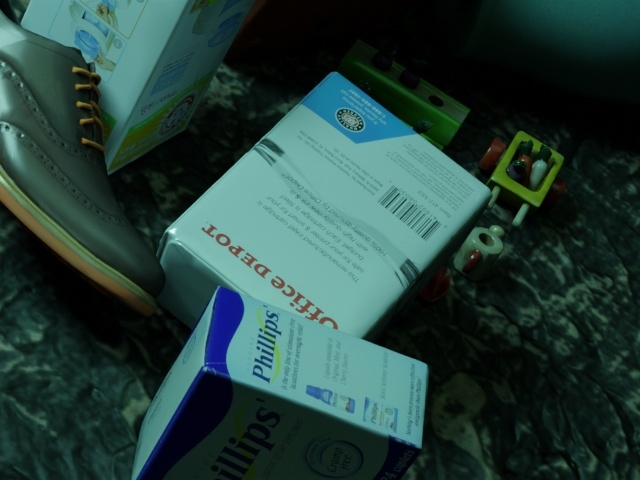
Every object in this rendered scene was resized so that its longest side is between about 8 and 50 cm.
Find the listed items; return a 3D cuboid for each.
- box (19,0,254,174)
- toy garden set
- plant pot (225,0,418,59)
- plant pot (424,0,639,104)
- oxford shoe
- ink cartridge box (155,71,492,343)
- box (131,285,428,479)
[{"bbox_3d":[-0.120,-0.157,1.269,0.103,0.203,0.114,40,37,10],"label":"box"},{"bbox_3d":[0.075,-0.053,1.409,0.204,0.049,0.244,33,38,2],"label":"toy garden set"},{"bbox_3d":[-0.020,-0.291,1.463,0.267,0.267,0.236,-13,68,-42],"label":"plant pot"},{"bbox_3d":[0.227,-0.240,1.566,0.255,0.272,0.272,0,46,-14],"label":"plant pot"},{"bbox_3d":[-0.172,-0.071,1.193,0.271,0.098,0.097,50,-1,14],"label":"oxford shoe"},{"bbox_3d":[0.000,0.000,1.241,0.139,0.082,0.191,38,55,8],"label":"ink cartridge box"},{"bbox_3d":[-0.025,0.111,1.101,0.137,0.126,0.072,21,41,-12],"label":"box"}]
